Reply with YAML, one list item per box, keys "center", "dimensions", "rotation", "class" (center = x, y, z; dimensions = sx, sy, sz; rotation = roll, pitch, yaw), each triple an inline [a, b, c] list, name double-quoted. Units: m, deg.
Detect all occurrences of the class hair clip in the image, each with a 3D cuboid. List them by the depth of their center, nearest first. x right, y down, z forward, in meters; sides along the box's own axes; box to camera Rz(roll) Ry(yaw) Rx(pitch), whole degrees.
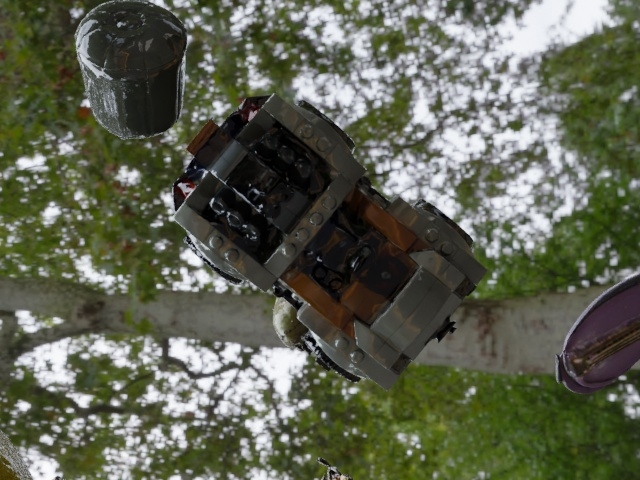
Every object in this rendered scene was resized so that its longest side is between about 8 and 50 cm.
- center: [0.480, 0.101, 1.203]
  dimensions: [0.110, 0.359, 0.095]
  rotation: [78, 167, -50]
  class: "hair clip"

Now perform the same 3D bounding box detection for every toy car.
- center: [-0.001, -0.001, 0.805]
  dimensions: [0.301, 0.118, 0.193]
  rotation: [40, -88, -7]
  class: "toy car"

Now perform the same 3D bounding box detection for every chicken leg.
- center: [-0.034, 0.089, 1.134]
  dimensions: [0.178, 0.070, 0.093]
  rotation: [-116, 17, -66]
  class: "chicken leg"

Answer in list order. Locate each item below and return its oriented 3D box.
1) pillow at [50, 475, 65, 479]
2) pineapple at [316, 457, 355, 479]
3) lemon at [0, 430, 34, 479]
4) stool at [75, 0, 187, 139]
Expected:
- center: [-0.170, 0.292, 0.827]
  dimensions: [0.211, 0.135, 0.034]
  rotation: [45, -106, -38]
  class: "pillow"
- center: [0.075, 0.389, 1.195]
  dimensions: [0.047, 0.221, 0.221]
  rotation: [-50, -51, -15]
  class: "pineapple"
- center: [-0.326, 0.205, 0.601]
  dimensions: [0.240, 0.240, 0.219]
  rotation: [-38, -67, -48]
  class: "lemon"
- center: [-0.166, -0.151, 0.758]
  dimensions: [0.096, 0.096, 0.110]
  rotation: [-57, -15, -38]
  class: "stool"
